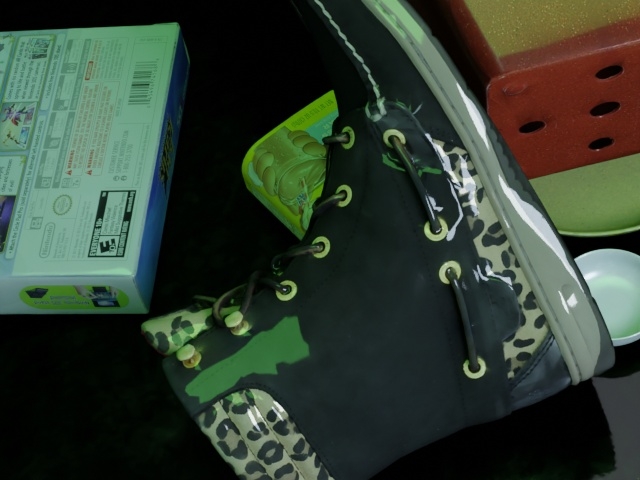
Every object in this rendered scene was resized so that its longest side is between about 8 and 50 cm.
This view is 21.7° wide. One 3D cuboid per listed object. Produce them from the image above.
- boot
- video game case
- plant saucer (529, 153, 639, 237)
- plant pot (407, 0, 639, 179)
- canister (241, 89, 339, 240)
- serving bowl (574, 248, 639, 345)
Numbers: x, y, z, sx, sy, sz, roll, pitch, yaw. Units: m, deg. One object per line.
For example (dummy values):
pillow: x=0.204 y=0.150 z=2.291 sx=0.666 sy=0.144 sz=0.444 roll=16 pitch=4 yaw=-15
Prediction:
boot: x=0.000 y=0.000 z=1.185 sx=0.284 sy=0.138 sz=0.377 roll=-33 pitch=96 yaw=0
video game case: x=-0.248 y=-0.062 z=1.409 sx=0.244 sy=0.061 sz=0.269 roll=0 pitch=54 yaw=9
plant saucer: x=0.219 y=-0.092 z=1.362 sx=0.241 sy=0.037 sz=0.241 roll=-4 pitch=54 yaw=6
plant pot: x=0.187 y=-0.197 z=1.277 sx=0.267 sy=0.267 sz=0.236 roll=-14 pitch=66 yaw=0
canister: x=0.032 y=-0.035 z=1.333 sx=0.126 sy=0.073 sz=0.170 roll=-36 pitch=55 yaw=-15
serving bowl: x=0.219 y=0.047 z=1.267 sx=0.083 sy=0.027 sz=0.083 roll=-4 pitch=54 yaw=6
